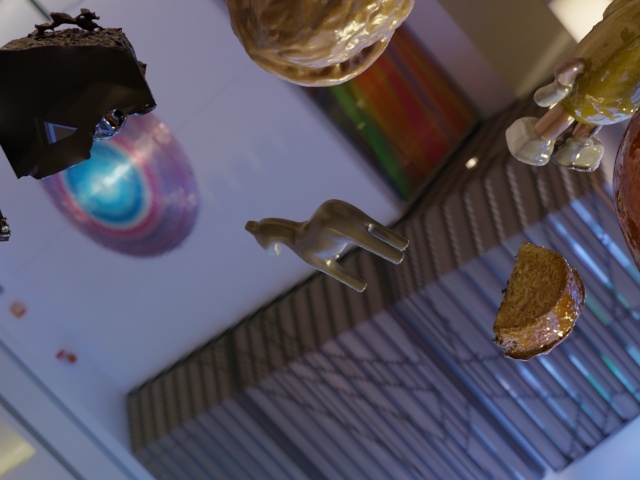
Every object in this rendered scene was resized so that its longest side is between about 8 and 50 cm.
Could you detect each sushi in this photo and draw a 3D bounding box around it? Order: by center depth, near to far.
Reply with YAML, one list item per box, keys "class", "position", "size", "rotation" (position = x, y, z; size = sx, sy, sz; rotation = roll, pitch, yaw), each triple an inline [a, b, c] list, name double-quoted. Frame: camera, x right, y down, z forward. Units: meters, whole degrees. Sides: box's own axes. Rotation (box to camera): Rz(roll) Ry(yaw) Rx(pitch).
- class: "sushi"
  position: [-0.281, -0.179, 1.307]
  size: [0.172, 0.153, 0.150]
  rotation: [-22, -161, 2]

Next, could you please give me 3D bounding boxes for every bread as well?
- class: "bread"
  position: [0.418, 0.115, 2.197]
  size: [0.139, 0.143, 0.229]
  rotation: [2, -122, 37]

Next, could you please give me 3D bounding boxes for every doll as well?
- class: "doll"
  position: [0.515, -0.267, 2.041]
  size: [0.423, 0.161, 0.348]
  rotation: [-36, 152, 20]

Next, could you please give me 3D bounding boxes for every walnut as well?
- class: "walnut"
  position: [-0.005, -0.318, 1.451]
  size: [0.257, 0.257, 0.224]
  rotation: [-45, -161, -16]

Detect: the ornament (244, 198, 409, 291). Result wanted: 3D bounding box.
- class: "ornament"
  position: [0.000, 0.000, 2.062]
  size: [0.230, 0.245, 0.061]
  rotation: [-45, -164, 54]

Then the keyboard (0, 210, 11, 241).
- class: "keyboard"
  position: [-0.438, -0.028, 1.194]
  size: [0.072, 0.231, 0.023]
  rotation: [56, -45, 42]

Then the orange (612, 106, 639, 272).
- class: "orange"
  position: [0.422, -0.040, 1.173]
  size: [0.226, 0.284, 0.284]
  rotation: [-20, -159, 32]
